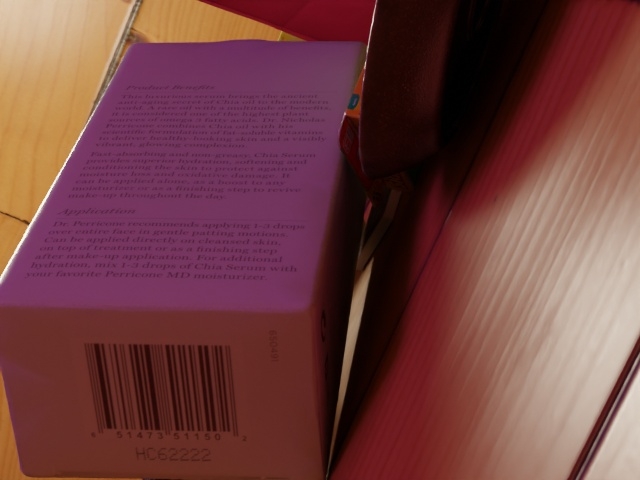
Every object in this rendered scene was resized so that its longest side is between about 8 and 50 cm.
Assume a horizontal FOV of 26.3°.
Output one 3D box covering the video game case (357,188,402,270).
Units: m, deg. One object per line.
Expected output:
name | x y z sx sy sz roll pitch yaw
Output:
video game case | 0.062 -0.042 1.260 0.087 0.011 0.122 119 173 -52

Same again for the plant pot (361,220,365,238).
plant pot | 0.000 0.000 1.364 0.083 0.081 0.081 -57 -4 -47

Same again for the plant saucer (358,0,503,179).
plant saucer | 0.095 -0.186 0.953 0.310 0.050 0.310 16 -90 -78

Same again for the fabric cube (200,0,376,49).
fabric cube | 0.023 -0.350 1.367 0.258 0.259 0.254 159 127 -73

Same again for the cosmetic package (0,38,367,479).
cosmetic package | -0.088 -0.006 1.129 0.453 0.230 0.161 -78 -13 -58

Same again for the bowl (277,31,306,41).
bowl | -0.029 -0.163 1.946 0.289 0.156 0.289 -156 90 -85

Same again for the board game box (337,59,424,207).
board game box | 0.083 -0.161 1.127 0.259 0.039 0.124 -66 -26 -17
